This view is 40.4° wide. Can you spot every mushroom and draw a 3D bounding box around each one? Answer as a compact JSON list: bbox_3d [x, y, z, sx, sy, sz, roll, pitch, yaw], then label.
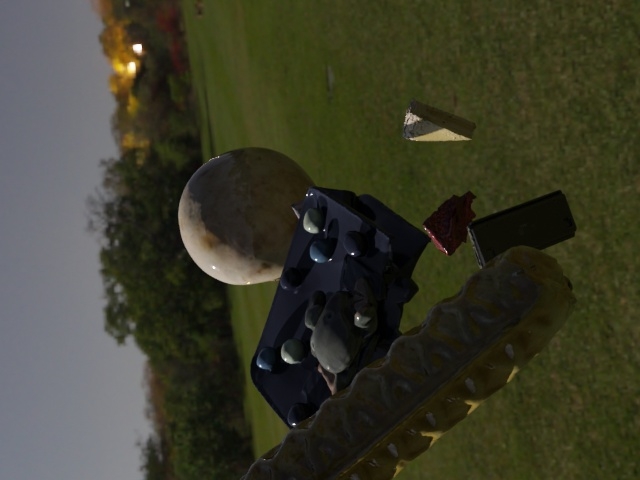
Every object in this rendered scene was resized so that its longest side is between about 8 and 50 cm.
[{"bbox_3d":[-0.140,-0.032,1.777,0.290,0.297,0.297,86,175,-62],"label":"mushroom"}]

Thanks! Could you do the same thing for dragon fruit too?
[{"bbox_3d":[0.285,-0.034,1.798,0.097,0.131,0.063,42,-174,-46],"label":"dragon fruit"}]

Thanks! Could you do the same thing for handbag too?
[{"bbox_3d":[0.018,0.106,1.186,0.269,0.118,0.325,38,115,57],"label":"handbag"}]

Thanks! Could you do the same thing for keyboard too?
[{"bbox_3d":[0.344,-0.016,1.474,0.025,0.230,0.093,-18,90,59],"label":"keyboard"}]

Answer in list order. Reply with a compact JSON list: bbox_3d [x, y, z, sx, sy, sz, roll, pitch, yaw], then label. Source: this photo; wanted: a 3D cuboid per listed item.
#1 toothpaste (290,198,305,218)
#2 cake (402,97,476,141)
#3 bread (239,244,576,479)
[{"bbox_3d":[0.000,0.000,1.509,0.028,0.045,0.170,66,180,-68],"label":"toothpaste"},{"bbox_3d":[0.200,-0.196,1.451,0.065,0.121,0.052,87,-169,-47],"label":"cake"},{"bbox_3d":[0.062,0.142,0.738,0.084,0.367,0.077,42,-169,-29],"label":"bread"}]
